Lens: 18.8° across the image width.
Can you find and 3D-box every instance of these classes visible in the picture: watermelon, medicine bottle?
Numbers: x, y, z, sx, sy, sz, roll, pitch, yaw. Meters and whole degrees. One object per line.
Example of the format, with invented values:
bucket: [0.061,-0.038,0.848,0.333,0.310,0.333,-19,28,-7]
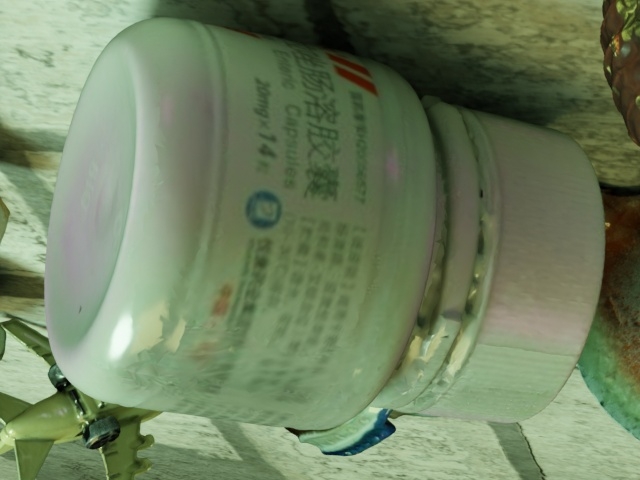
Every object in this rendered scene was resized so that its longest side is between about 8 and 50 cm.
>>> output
watermelon: [0.297,0.042,1.351,0.320,0.289,0.213,21,129,9]
medicine bottle: [0.000,0.000,1.288,0.325,0.256,0.256,10,160,-20]

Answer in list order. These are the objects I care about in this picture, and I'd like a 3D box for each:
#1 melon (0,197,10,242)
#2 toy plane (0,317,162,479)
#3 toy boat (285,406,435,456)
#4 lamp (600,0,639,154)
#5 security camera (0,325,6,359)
melon: [-0.319,-0.065,1.535,0.202,0.093,0.139,36,133,13]
toy plane: [-0.228,0.170,1.956,0.256,0.242,0.104,-17,156,-40]
toy boat: [0.045,0.145,1.813,0.115,0.114,0.262,16,158,-26]
lamp: [0.258,-0.102,0.962,0.247,0.247,0.247,9,158,4]
security camera: [-0.435,0.089,1.813,0.277,0.197,0.191,7,166,-8]
